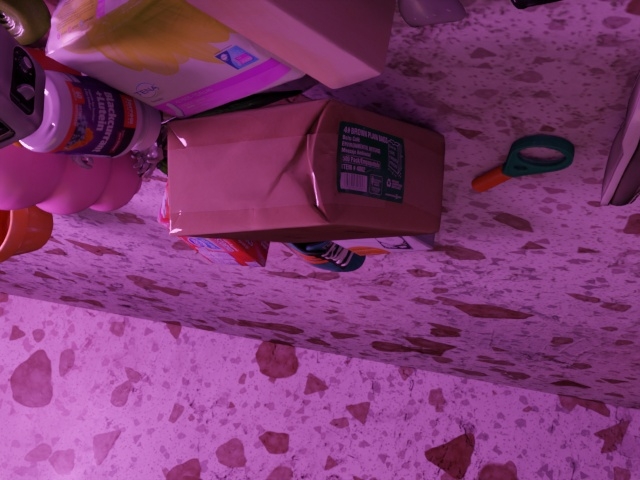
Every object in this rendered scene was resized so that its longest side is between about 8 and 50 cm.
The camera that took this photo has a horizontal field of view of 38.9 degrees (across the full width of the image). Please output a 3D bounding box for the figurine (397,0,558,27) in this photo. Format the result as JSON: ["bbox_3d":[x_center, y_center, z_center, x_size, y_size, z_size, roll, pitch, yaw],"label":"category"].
[{"bbox_3d":[0.128,-0.279,0.909,0.215,0.092,0.209,-1,163,37],"label":"figurine"}]

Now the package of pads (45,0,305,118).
[{"bbox_3d":[-0.183,-0.258,1.130,0.229,0.101,0.296,23,159,-37],"label":"package of pads"}]

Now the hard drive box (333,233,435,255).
[{"bbox_3d":[0.074,-0.054,1.659,0.181,0.089,0.232,-7,156,43],"label":"hard drive box"}]

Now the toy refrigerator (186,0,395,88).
[{"bbox_3d":[-0.046,-0.274,0.994,0.269,0.102,0.094,24,159,-39],"label":"toy refrigerator"}]

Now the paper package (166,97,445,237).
[{"bbox_3d":[-0.017,-0.088,1.331,0.309,0.168,0.325,-4,175,34],"label":"paper package"}]

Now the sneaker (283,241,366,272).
[{"bbox_3d":[0.000,0.000,1.800,0.302,0.108,0.121,27,178,-40],"label":"sneaker"}]

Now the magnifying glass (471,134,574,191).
[{"bbox_3d":[0.310,-0.117,1.425,0.092,0.026,0.231,16,161,-18],"label":"magnifying glass"}]

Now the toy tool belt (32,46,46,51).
[{"bbox_3d":[-0.393,-0.267,1.338,0.051,0.052,0.083,-18,168,-8],"label":"toy tool belt"}]

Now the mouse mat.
[{"bbox_3d":[-0.137,-0.196,1.344,0.152,0.007,0.190,-14,-176,-41],"label":"mouse mat"}]

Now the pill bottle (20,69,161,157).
[{"bbox_3d":[-0.314,-0.169,1.243,0.108,0.108,0.193,-1,-179,33],"label":"pill bottle"}]

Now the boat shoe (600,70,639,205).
[{"bbox_3d":[0.434,-0.119,1.192,0.091,0.109,0.305,12,160,12],"label":"boat shoe"}]

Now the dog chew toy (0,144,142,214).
[{"bbox_3d":[-0.454,-0.137,1.551,0.206,0.206,0.332,-6,165,44],"label":"dog chew toy"}]

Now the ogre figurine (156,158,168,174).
[{"bbox_3d":[-0.219,-0.120,1.616,0.197,0.097,0.118,-8,146,19],"label":"ogre figurine"}]

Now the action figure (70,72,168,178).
[{"bbox_3d":[-0.307,-0.169,1.437,0.164,0.141,0.276,13,168,25],"label":"action figure"}]

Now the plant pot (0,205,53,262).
[{"bbox_3d":[-0.708,-0.044,2.029,0.205,0.205,0.188,4,178,22],"label":"plant pot"}]

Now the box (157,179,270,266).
[{"bbox_3d":[-0.199,-0.044,1.797,0.128,0.122,0.257,4,162,21],"label":"box"}]

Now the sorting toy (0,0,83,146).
[{"bbox_3d":[-0.421,-0.246,1.176,0.127,0.126,0.365,7,152,10],"label":"sorting toy"}]

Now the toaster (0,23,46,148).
[{"bbox_3d":[-0.442,-0.185,1.064,0.186,0.110,0.168,-21,145,10],"label":"toaster"}]
